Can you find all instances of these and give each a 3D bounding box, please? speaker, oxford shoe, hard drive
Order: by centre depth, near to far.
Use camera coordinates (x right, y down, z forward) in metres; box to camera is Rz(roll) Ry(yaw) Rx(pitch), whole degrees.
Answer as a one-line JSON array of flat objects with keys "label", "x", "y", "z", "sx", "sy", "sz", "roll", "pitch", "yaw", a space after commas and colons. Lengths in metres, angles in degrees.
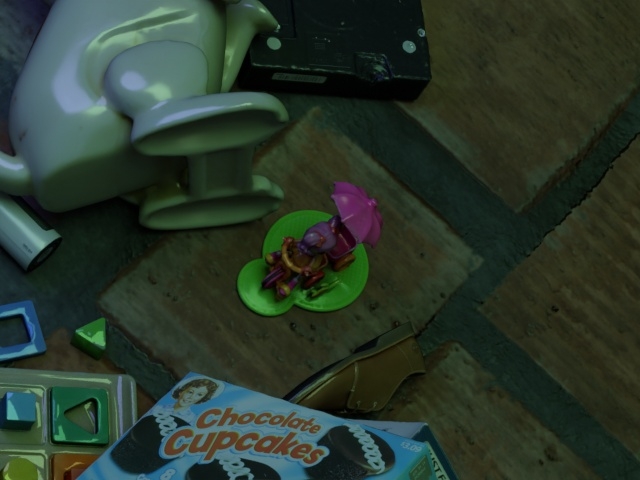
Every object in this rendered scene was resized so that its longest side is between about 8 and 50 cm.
[{"label": "speaker", "x": -0.348, "y": -0.031, "z": 1.947, "sx": 0.136, "sy": 0.055, "sz": 0.055, "roll": 45, "pitch": 59, "yaw": 6}, {"label": "oxford shoe", "x": 0.034, "y": 0.165, "z": 1.980, "sx": 0.212, "sy": 0.076, "sz": 0.076, "roll": -26, "pitch": 89, "yaw": -27}, {"label": "hard drive", "x": 0.002, "y": -0.339, "z": 2.224, "sx": 0.237, "sy": 0.064, "sz": 0.339, "roll": 2, "pitch": 65, "yaw": -19}]

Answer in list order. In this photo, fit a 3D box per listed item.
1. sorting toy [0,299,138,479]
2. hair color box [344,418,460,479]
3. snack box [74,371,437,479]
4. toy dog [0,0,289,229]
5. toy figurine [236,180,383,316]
[{"label": "sorting toy", "x": -0.282, "y": 0.216, "z": 1.851, "sx": 0.196, "sy": 0.047, "sz": 0.348, "roll": 3, "pitch": 64, "yaw": -18}, {"label": "hair color box", "x": -0.028, "y": 0.326, "z": 1.800, "sx": 0.347, "sy": 0.174, "sz": 0.105, "roll": -42, "pitch": 112, "yaw": -31}, {"label": "snack box", "x": -0.066, "y": 0.238, "z": 1.754, "sx": 0.322, "sy": 0.060, "sz": 0.187, "roll": 12, "pitch": 42, "yaw": 39}, {"label": "toy dog", "x": -0.223, "y": -0.234, "z": 2.000, "sx": 0.395, "sy": 0.284, "sz": 0.408, "roll": -11, "pitch": 66, "yaw": 2}, {"label": "toy figurine", "x": 0.000, "y": 0.000, "z": 1.996, "sx": 0.173, "sy": 0.159, "sz": 0.130, "roll": -27, "pitch": 76, "yaw": -28}]
